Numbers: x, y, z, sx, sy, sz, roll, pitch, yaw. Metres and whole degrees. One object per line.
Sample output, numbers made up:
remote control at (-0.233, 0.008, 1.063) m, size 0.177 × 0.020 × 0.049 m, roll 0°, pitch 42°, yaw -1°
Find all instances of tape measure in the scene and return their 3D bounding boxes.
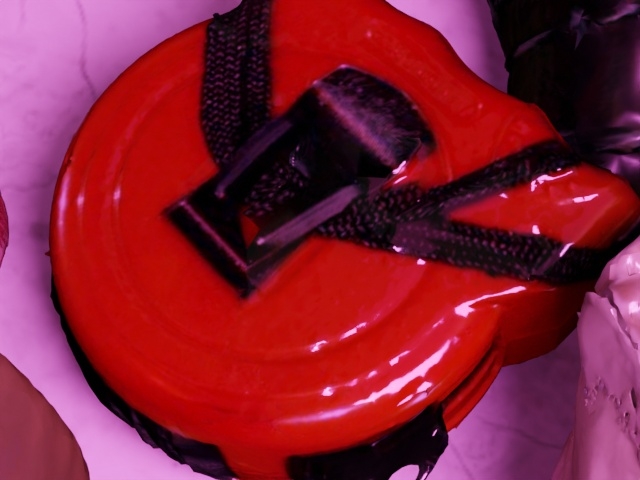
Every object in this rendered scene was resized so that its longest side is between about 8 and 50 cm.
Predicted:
tape measure at (0.000, -0.001, 0.757) m, size 0.260 × 0.114 × 0.253 m, roll -42°, pitch 69°, yaw -12°

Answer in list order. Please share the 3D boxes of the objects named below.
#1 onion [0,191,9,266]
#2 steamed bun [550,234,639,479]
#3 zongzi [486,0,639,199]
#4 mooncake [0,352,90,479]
onion at (-0.222, -0.019, 0.735) m, size 0.150 × 0.140 × 0.150 m, roll 8°, pitch 58°, yaw -12°
steamed bun at (0.237, 0.144, 0.707) m, size 0.394 × 0.237 × 0.347 m, roll 39°, pitch 31°, yaw -14°
zongzi at (0.176, -0.197, 0.919) m, size 0.319 × 0.362 × 0.384 m, roll -17°, pitch 105°, yaw -19°
mooncake at (-0.232, 0.108, 0.581) m, size 0.284 × 0.284 × 0.156 m, roll 22°, pitch 61°, yaw -1°
